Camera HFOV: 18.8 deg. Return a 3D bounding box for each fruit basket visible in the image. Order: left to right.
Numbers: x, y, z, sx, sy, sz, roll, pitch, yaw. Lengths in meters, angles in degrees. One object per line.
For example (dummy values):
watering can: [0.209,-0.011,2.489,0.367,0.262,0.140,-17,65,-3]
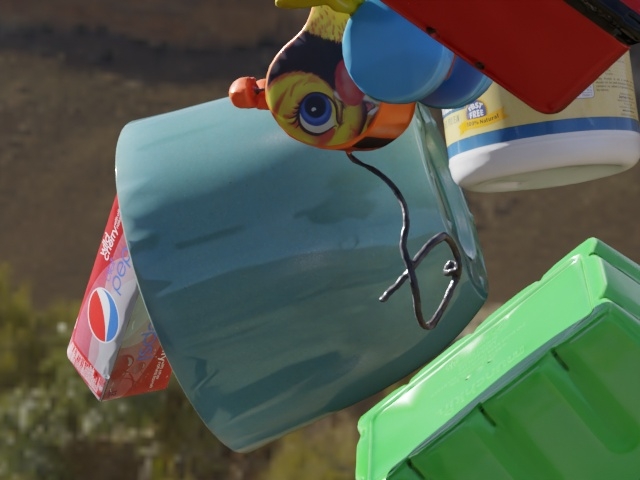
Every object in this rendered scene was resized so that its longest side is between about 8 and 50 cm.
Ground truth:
fruit basket: [0.256,0.228,1.761,0.392,0.392,0.283,4,22,1]

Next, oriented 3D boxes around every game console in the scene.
game console: [0.119,-0.163,1.089,0.144,0.124,0.085,34,-15,-13]

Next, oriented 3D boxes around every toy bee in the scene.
toy bee: [0.020,-0.119,1.220,0.162,0.298,0.195,12,-15,26]

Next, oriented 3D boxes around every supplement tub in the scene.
supplement tub: [0.157,-0.144,1.445,0.144,0.200,0.144,-7,-6,-1]

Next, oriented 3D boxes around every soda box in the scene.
soda box: [-0.183,0.041,2.049,0.092,0.263,0.083,-9,43,-40]

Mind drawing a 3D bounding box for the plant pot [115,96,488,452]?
plant pot: [0.000,0.000,1.591,0.235,0.293,0.293,-20,7,12]
